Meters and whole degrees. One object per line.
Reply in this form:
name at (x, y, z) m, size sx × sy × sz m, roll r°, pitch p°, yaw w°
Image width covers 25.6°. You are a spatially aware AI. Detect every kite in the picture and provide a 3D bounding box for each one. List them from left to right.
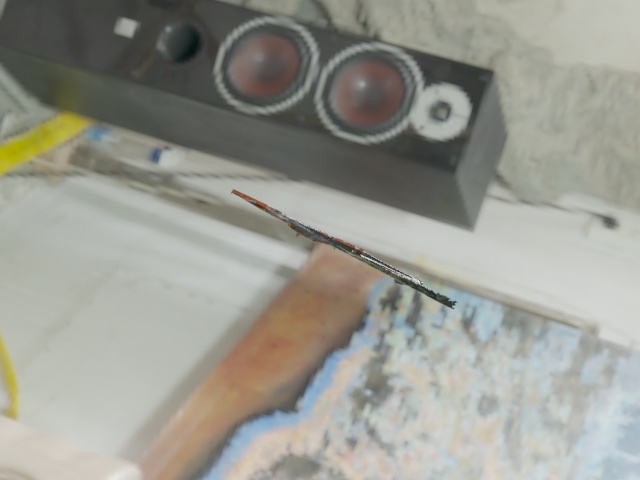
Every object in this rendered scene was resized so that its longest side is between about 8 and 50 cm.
kite at (0.000, 0.000, 1.346) m, size 0.234 × 0.321 × 0.016 m, roll 26°, pitch 89°, yaw -29°
